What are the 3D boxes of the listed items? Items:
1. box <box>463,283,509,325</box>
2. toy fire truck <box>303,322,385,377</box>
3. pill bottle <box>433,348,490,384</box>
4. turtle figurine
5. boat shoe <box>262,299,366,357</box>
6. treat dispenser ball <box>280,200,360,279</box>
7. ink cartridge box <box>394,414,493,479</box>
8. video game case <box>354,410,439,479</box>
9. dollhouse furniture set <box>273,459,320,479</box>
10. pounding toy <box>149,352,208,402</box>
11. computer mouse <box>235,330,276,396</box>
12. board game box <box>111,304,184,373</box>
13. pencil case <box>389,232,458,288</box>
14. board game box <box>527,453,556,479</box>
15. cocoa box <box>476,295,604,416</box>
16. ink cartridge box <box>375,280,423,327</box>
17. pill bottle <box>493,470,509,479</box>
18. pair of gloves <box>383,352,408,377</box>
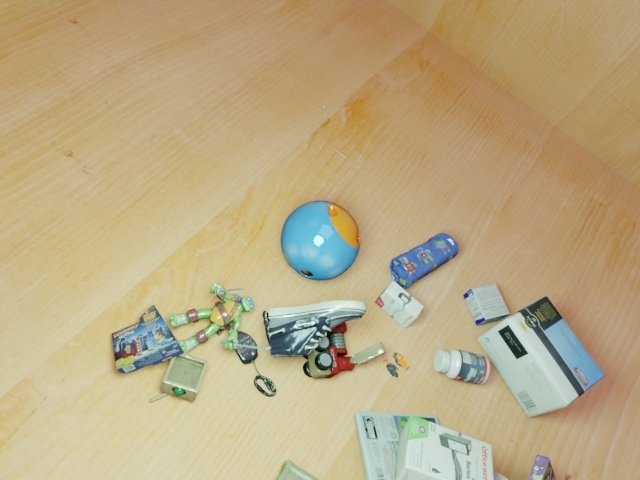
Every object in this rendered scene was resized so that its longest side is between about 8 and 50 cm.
[{"bbox_3d":[0.659,0.255,2.114,0.126,0.072,0.137,-8,64,-23],"label":"box"},{"bbox_3d":[0.074,0.355,1.830,0.246,0.158,0.217,8,58,-28],"label":"toy fire truck"},{"bbox_3d":[0.510,0.455,1.931,0.180,0.108,0.108,14,58,-10],"label":"pill bottle"},{"bbox_3d":[-0.334,0.250,1.690,0.266,0.198,0.275,-23,29,-10],"label":"turtle figurine"},{"bbox_3d":[-0.014,0.289,1.706,0.340,0.127,0.158,-8,70,6],"label":"boat shoe"},{"bbox_3d":[0.000,0.000,1.910,0.287,0.288,0.289,8,59,-14],"label":"treat dispenser ball"},{"bbox_3d":[0.376,0.682,1.611,0.272,0.115,0.198,19,33,3],"label":"ink cartridge box"},{"bbox_3d":[0.276,0.695,1.684,0.299,0.036,0.329,8,35,-14],"label":"video game case"},{"bbox_3d":[-0.036,0.831,1.563,0.301,0.152,0.197,26,34,17],"label":"dollhouse furniture set"},{"bbox_3d":[-0.438,0.436,1.644,0.130,0.100,0.141,20,47,-8],"label":"pounding toy"},{"bbox_3d":[-0.221,0.410,1.759,0.071,0.041,0.242,-26,79,-24],"label":"computer mouse"},{"bbox_3d":[-0.546,0.304,1.666,0.194,0.060,0.194,-22,44,-9],"label":"board game box"},{"bbox_3d":[0.404,0.073,2.105,0.306,0.119,0.133,-27,62,-29],"label":"pencil case"},{"bbox_3d":[0.680,0.897,1.702,0.056,0.208,0.347,8,45,39],"label":"board game box"},{"bbox_3d":[0.808,0.429,1.970,0.227,0.231,0.347,-22,70,-28],"label":"cocoa box"},{"bbox_3d":[0.293,0.239,1.978,0.150,0.109,0.063,41,55,7],"label":"ink cartridge box"},{"bbox_3d":[0.493,0.868,1.659,0.278,0.162,0.162,-32,76,-30],"label":"pill bottle"},{"bbox_3d":[0.273,0.448,1.913,0.083,0.010,0.074,-31,75,-29],"label":"pair of gloves"}]
